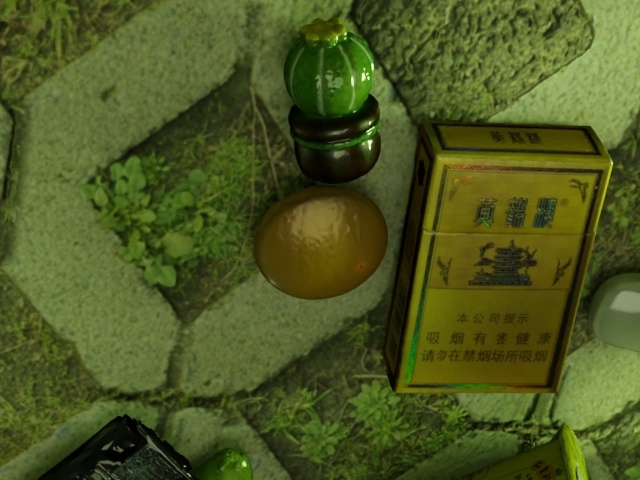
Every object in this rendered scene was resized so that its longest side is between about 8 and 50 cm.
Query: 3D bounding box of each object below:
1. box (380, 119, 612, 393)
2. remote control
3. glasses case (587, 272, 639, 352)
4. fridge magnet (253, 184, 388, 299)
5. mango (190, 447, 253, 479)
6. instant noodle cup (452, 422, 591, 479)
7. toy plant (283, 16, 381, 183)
[{"bbox_3d":[0.184,0.022,1.759,0.193,0.084,0.301,1,122,-12],"label":"box"},{"bbox_3d":[-0.320,0.343,1.862,0.399,0.062,0.144,-38,109,15],"label":"remote control"},{"bbox_3d":[0.416,0.090,1.866,0.233,0.059,0.092,11,120,-17],"label":"glasses case"},{"bbox_3d":[0.000,0.000,1.720,0.143,0.063,0.143,-5,124,-7],"label":"fridge magnet"},{"bbox_3d":[-0.138,0.306,1.877,0.091,0.074,0.165,29,112,-24],"label":"mango"},{"bbox_3d":[0.213,0.401,1.888,0.254,0.325,0.325,-17,124,10],"label":"instant noodle cup"},{"bbox_3d":[0.011,-0.141,1.616,0.093,0.093,0.162,-9,123,-6],"label":"toy plant"}]
